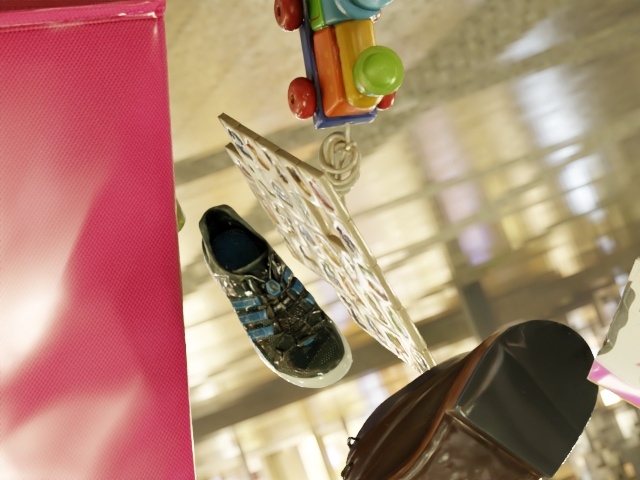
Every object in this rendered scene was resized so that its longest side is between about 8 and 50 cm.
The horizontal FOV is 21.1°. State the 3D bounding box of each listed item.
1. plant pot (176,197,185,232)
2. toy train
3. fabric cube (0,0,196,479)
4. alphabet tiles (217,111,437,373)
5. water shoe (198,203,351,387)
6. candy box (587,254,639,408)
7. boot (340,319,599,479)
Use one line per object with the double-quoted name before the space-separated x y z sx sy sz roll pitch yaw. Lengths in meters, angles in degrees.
"plant pot" -0.285 -0.104 1.288 0.366 0.353 0.366 -28 -177 2
"toy train" 0.038 -0.143 1.627 0.105 0.248 0.143 -8 178 -19
"fabric cube" -0.229 0.034 0.724 0.254 0.258 0.259 8 -165 43
"alphabet tiles" 0.000 0.000 1.288 0.009 0.198 0.237 -36 -153 -10
"water shoe" -0.051 0.052 1.562 0.073 0.203 0.080 -38 151 -9
"candy box" 0.243 0.023 0.760 0.233 0.159 0.071 -36 149 -48
"boot" 0.042 0.130 0.810 0.219 0.082 0.106 -48 -175 -8
